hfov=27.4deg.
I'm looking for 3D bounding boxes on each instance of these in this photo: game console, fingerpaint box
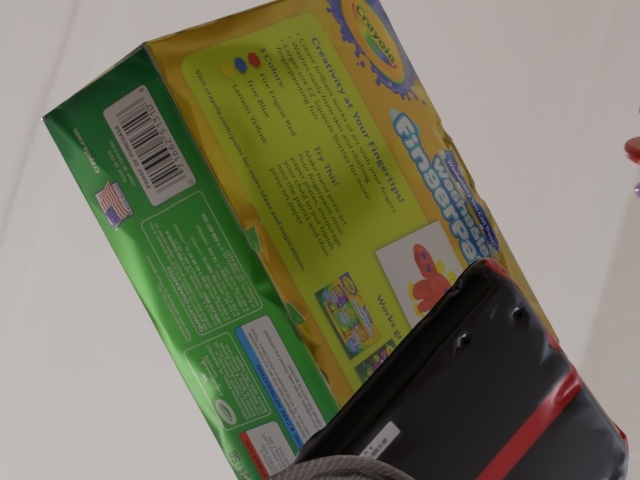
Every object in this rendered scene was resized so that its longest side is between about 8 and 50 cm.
[{"bbox_3d":[0.072,0.236,1.044,0.386,0.060,0.342,-48,-47,-7],"label":"game console"},{"bbox_3d":[0.000,0.000,1.267,0.371,0.163,0.444,-33,-85,-52],"label":"fingerpaint box"}]

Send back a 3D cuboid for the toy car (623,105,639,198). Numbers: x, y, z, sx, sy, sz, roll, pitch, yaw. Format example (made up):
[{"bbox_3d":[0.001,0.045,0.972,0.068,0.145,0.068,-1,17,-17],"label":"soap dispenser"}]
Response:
[{"bbox_3d":[0.422,-0.089,1.515,0.159,0.136,0.182,-31,-78,-53],"label":"toy car"}]

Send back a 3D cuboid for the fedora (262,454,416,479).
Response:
[{"bbox_3d":[0.020,0.235,0.511,0.244,0.124,0.275,-25,-57,-37],"label":"fedora"}]
